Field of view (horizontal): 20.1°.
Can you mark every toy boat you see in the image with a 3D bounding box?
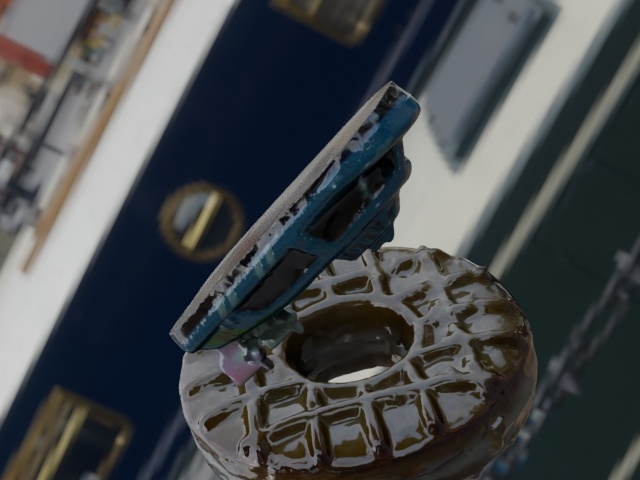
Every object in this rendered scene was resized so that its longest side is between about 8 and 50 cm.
[{"bbox_3d":[0.000,0.000,1.414,0.299,0.092,0.134,-45,5,42],"label":"toy boat"}]

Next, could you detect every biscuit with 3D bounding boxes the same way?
[{"bbox_3d":[0.033,0.120,1.635,0.332,0.332,0.103,-87,-14,-55],"label":"biscuit"}]
